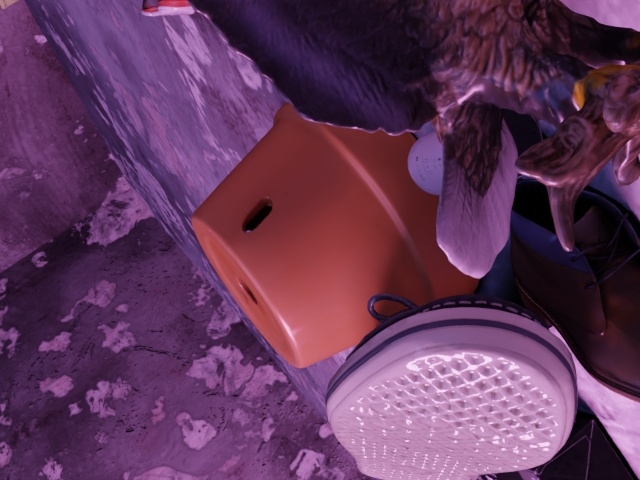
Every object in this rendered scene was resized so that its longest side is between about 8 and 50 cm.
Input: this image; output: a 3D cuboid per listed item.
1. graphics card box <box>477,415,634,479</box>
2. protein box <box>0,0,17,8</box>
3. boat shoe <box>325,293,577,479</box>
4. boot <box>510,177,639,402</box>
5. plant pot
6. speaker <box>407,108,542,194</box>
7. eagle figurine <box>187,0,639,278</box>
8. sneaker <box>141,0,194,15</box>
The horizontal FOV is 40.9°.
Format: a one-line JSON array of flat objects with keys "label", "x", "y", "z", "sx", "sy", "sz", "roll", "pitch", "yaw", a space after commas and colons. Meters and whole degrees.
[{"label": "graphics card box", "x": 0.255, "y": 0.302, "z": 1.023, "sx": 0.233, "sy": 0.094, "sz": 0.371, "roll": 56, "pitch": 167, "yaw": -4}, {"label": "protein box", "x": -0.429, "y": -0.480, "z": 1.210, "sx": 0.200, "sy": 0.201, "sz": 0.136, "roll": 54, "pitch": 166, "yaw": 3}, {"label": "boat shoe", "x": 0.109, "y": 0.126, "z": 0.776, "sx": 0.187, "sy": 0.156, "sz": 0.500, "roll": 12, "pitch": 160, "yaw": 6}, {"label": "boot", "x": 0.199, "y": 0.034, "z": 0.594, "sx": 0.219, "sy": 0.082, "sz": 0.106, "roll": 38, "pitch": 162, "yaw": 54}, {"label": "plant pot", "x": 0.000, "y": 0.000, "z": 0.925, "sx": 0.291, "sy": 0.203, "sz": 0.291, "roll": 49, "pitch": 165, "yaw": 18}, {"label": "speaker", "x": 0.117, "y": -0.068, "z": 0.675, "sx": 0.055, "sy": 0.055, "sz": 0.136, "roll": 56, "pitch": 166, "yaw": -6}, {"label": "eagle figurine", "x": 0.056, "y": -0.149, "z": 0.437, "sx": 0.298, "sy": 0.225, "sz": 0.226, "roll": 38, "pitch": 172, "yaw": 18}, {"label": "sneaker", "x": -0.203, "y": -0.335, "z": 1.153, "sx": 0.158, "sy": 0.061, "sz": 0.065, "roll": -154, "pitch": 58, "yaw": -61}]
